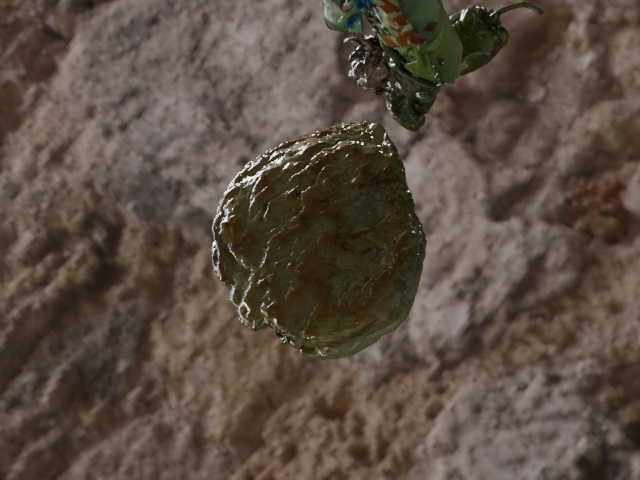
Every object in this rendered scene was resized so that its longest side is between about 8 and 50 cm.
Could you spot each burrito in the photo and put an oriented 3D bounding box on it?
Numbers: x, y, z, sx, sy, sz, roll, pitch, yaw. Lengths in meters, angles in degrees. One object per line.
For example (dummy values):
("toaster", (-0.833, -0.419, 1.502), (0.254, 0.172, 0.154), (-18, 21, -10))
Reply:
("burrito", (0.039, -0.195, 1.098), (0.054, 0.104, 0.288), (-66, -28, -14))

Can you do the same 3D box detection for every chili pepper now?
("chili pepper", (0.151, -0.204, 1.545), (0.204, 0.073, 0.072), (-42, -10, 25))

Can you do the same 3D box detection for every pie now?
("pie", (0.000, 0.000, 1.316), (0.201, 0.248, 0.090), (-26, -38, 14))

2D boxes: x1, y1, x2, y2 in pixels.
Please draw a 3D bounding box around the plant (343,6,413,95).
("plant", (0.068, -0.212, 1.464), (0.116, 0.104, 0.122), (-37, -75, 5))
